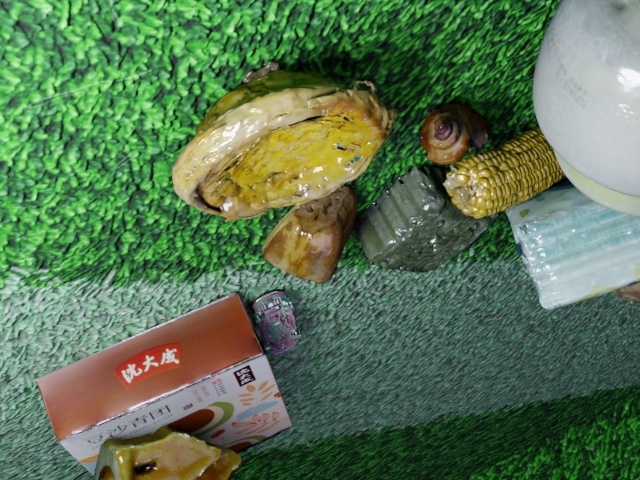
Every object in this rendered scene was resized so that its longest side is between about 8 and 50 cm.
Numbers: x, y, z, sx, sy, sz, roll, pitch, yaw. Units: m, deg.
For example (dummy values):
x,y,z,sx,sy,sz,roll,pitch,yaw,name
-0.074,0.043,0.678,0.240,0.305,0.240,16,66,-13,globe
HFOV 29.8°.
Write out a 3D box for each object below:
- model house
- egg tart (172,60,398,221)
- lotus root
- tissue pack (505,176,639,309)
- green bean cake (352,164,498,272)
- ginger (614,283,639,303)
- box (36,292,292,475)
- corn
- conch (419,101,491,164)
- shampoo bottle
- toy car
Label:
x,y,z,sx,sy,sz,roll,pitch,yaw,name
-0.231,0.393,1.913,0.239,0.173,0.268,-11,153,-25,model house
-0.049,-0.133,1.477,0.290,0.107,0.291,-20,158,-8,egg tart
-0.001,-0.004,1.769,0.159,0.095,0.135,-18,150,-28,lotus root
0.480,-0.043,1.787,0.387,0.162,0.287,-19,-172,8,tissue pack
0.166,-0.028,1.868,0.181,0.094,0.173,7,139,-47,green bean cake
0.605,-0.021,2.209,0.256,0.176,0.375,-48,148,6,ginger
-0.245,0.276,2.022,0.344,0.122,0.385,-23,154,-5,box
0.309,-0.115,1.802,0.291,0.101,0.101,-26,158,-33,corn
0.189,-0.154,1.691,0.086,0.080,0.232,-25,-178,28,conch
0.434,-0.209,1.524,0.322,0.322,0.317,-22,144,-9,shampoo bottle
-0.075,0.134,1.993,0.069,0.055,0.142,-25,141,-9,toy car
